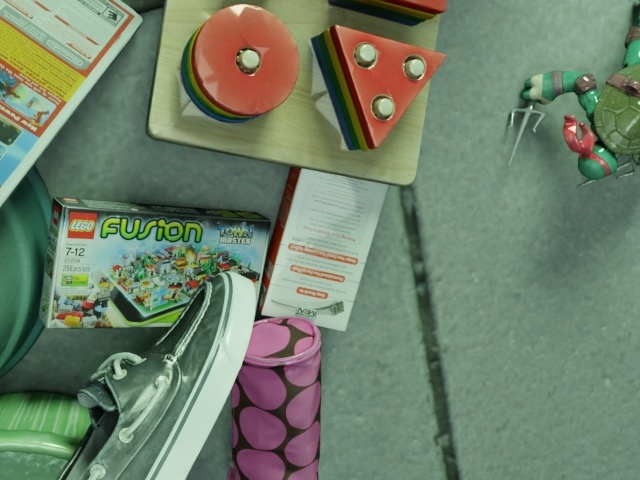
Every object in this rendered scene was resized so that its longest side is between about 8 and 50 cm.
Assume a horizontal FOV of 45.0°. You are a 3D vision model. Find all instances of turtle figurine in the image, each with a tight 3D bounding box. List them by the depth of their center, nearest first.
[{"bbox_3d":[0.312,-0.135,0.788,0.175,0.118,0.234,38,88,-17],"label":"turtle figurine"}]

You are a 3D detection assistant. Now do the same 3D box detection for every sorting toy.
[{"bbox_3d":[-0.001,-0.194,0.677,0.257,0.089,0.256,9,90,-21],"label":"sorting toy"}]

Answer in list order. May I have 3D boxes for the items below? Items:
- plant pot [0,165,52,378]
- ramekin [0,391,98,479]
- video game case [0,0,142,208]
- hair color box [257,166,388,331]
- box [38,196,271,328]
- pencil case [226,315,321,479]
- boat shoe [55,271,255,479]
[{"bbox_3d":[-0.389,0.048,0.573,0.340,0.334,0.342,-3,104,-11],"label":"plant pot"},{"bbox_3d":[-0.290,0.297,0.750,0.303,0.148,0.304,-3,104,-11],"label":"ramekin"},{"bbox_3d":[-0.276,-0.160,0.592,0.204,0.285,0.025,35,131,-17],"label":"video game case"},{"bbox_3d":[0.000,0.000,0.785,0.093,0.053,0.167,13,99,-16],"label":"hair color box"},{"bbox_3d":[-0.152,0.024,0.733,0.206,0.036,0.114,3,104,-33],"label":"box"},{"bbox_3d":[-0.049,0.174,0.776,0.098,0.095,0.210,10,119,13],"label":"pencil case"},{"bbox_3d":[-0.153,0.141,0.653,0.102,0.108,0.301,35,63,-18],"label":"boat shoe"}]
